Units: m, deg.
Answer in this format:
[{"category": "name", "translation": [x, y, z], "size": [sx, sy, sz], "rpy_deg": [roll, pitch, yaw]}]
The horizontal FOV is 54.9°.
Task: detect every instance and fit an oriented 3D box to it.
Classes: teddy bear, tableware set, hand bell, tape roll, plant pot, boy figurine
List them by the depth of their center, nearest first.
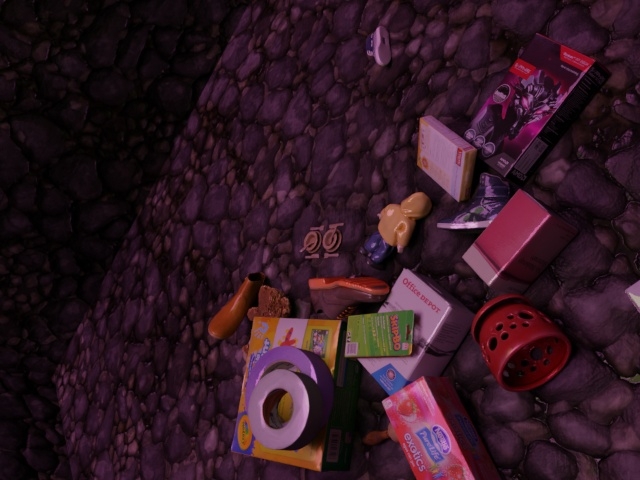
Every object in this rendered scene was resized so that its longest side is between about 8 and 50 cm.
[{"category": "plant pot", "translation": [0.471, 0.239, 1.480], "size": [0.191, 0.191, 0.174], "rpy_deg": [-54, 32, 19]}, {"category": "tape roll", "translation": [-0.100, 0.476, 1.737], "size": [0.219, 0.072, 0.219], "rpy_deg": [-14, 65, 32]}, {"category": "hand bell", "translation": [0.193, 0.549, 1.751], "size": [0.242, 0.126, 0.126], "rpy_deg": [-39, 46, 48]}, {"category": "tape roll", "translation": [-0.096, 0.458, 1.845], "size": [0.275, 0.090, 0.274], "rpy_deg": [-15, 64, 33]}, {"category": "boy figurine", "translation": [0.237, -0.046, 1.955], "size": [0.285, 0.092, 0.177], "rpy_deg": [-52, 41, 19]}, {"category": "tableware set", "translation": [0.000, 0.000, 2.256], "size": [0.194, 0.039, 0.128], "rpy_deg": [-6, 70, 48]}, {"category": "teddy bear", "translation": [-0.195, 0.339, 2.302], "size": [0.245, 0.113, 0.337], "rpy_deg": [3, 84, 57]}]

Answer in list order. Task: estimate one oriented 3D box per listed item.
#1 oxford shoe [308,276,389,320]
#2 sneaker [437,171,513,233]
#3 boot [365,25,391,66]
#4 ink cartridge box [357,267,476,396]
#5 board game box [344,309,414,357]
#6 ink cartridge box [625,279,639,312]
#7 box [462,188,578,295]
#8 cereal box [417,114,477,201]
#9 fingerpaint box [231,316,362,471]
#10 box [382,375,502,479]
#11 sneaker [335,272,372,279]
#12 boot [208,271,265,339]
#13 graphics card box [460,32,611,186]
[{"category": "oxford shoe", "translation": [0.091, 0.181, 1.910], "size": [0.364, 0.130, 0.132], "rpy_deg": [-4, 87, 60]}, {"category": "sneaker", "translation": [0.435, -0.104, 1.737], "size": [0.226, 0.086, 0.163], "rpy_deg": [-4, 81, 39]}, {"category": "boot", "translation": [0.213, -0.707, 2.308], "size": [0.086, 0.069, 0.189], "rpy_deg": [-33, 42, 46]}, {"category": "ink cartridge box", "translation": [0.263, 0.269, 1.750], "size": [0.307, 0.129, 0.223], "rpy_deg": [-61, 37, 12]}, {"category": "board game box", "translation": [0.169, 0.266, 1.732], "size": [0.259, 0.039, 0.124], "rpy_deg": [-16, 62, 51]}, {"category": "ink cartridge box", "translation": [0.727, 0.130, 1.225], "size": [0.128, 0.176, 0.127], "rpy_deg": [-45, 45, 27]}, {"category": "box", "translation": [0.505, 0.010, 1.565], "size": [0.232, 0.149, 0.126], "rpy_deg": [-54, 42, 19]}, {"category": "cereal box", "translation": [0.373, -0.248, 1.847], "size": [0.240, 0.047, 0.172], "rpy_deg": [-127, 26, -45]}, {"category": "fingerpaint box", "translation": [-0.068, 0.481, 1.982], "size": [0.371, 0.163, 0.444], "rpy_deg": [-4, 71, 37]}, {"category": "box", "translation": [0.303, 0.503, 1.535], "size": [0.142, 0.154, 0.299], "rpy_deg": [-39, 58, 24]}, {"category": "sneaker", "translation": [0.120, 0.143, 2.043], "size": [0.178, 0.072, 0.077], "rpy_deg": [17, 70, 49]}, {"category": "boot", "translation": [-0.318, 0.237, 2.369], "size": [0.211, 0.104, 0.295], "rpy_deg": [-62, -6, 25]}, {"category": "graphics card box", "translation": [0.574, -0.360, 1.695], "size": [0.370, 0.094, 0.232], "rpy_deg": [-55, 41, 18]}]
